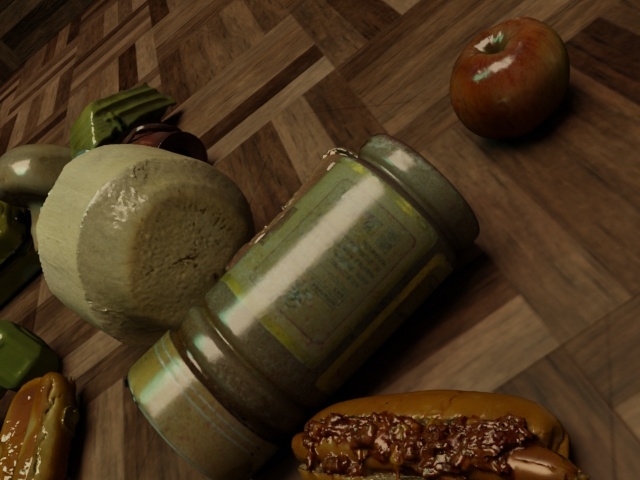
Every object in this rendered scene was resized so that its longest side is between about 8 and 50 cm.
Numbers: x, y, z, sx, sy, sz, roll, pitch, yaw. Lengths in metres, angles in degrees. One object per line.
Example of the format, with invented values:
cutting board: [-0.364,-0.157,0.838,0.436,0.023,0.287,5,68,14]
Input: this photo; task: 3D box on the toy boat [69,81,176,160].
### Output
toy boat: [-0.384,-0.226,1.232,0.111,0.084,0.276,-36,10,34]

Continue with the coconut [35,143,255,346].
coconut: [-0.220,0.000,0.808,0.266,0.237,0.237,22,70,47]

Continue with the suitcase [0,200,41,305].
suitcase: [-0.656,0.030,1.272,0.235,0.143,0.194,-42,35,1]

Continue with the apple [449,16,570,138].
apple: [0.198,-0.166,0.682,0.126,0.102,0.126,-29,32,20]

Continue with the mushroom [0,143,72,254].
mushroom: [-0.501,-0.087,1.235,0.206,0.209,0.206,-14,18,5]

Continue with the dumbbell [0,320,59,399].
dumbbell: [-0.508,0.257,0.926,0.302,0.121,0.108,-53,8,-15]

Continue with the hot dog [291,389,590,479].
hot dog: [0.076,0.157,0.491,0.249,0.076,0.102,-8,45,40]

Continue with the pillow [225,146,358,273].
pillow: [-0.003,-0.001,0.724,0.135,0.034,0.211,39,83,19]

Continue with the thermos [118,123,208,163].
thermos: [-0.295,-0.142,1.149,0.232,0.099,0.124,12,98,50]

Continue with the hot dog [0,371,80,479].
hot dog: [-0.349,0.273,0.790,0.109,0.072,0.269,-23,42,23]

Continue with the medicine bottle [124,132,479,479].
medicine bottle: [-0.011,0.059,0.610,0.322,0.151,0.151,-45,35,-3]
